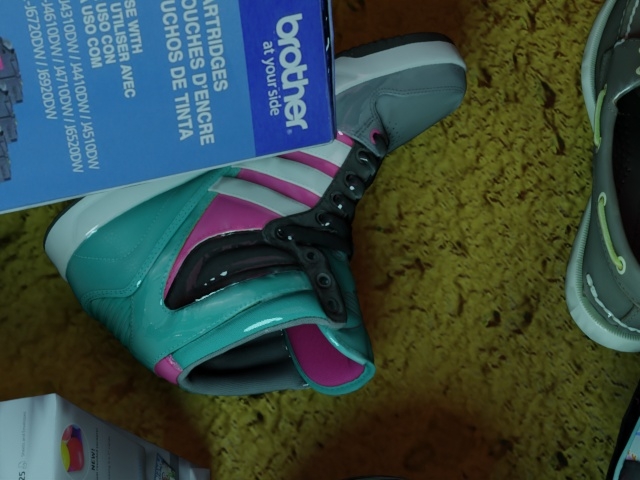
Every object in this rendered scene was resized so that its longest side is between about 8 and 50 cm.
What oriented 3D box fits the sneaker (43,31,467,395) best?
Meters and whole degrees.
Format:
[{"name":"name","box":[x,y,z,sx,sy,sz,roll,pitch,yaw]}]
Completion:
[{"name":"sneaker","box":[0.000,0.000,0.831,0.295,0.124,0.178,-30,71,-13]}]

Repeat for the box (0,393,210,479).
[{"name":"box","box":[-0.109,0.174,0.710,0.038,0.186,0.145,-10,67,16]}]

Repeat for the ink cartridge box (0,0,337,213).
[{"name":"ink cartridge box","box":[-0.159,-0.139,0.778,0.395,0.151,0.270,-11,29,-15]}]

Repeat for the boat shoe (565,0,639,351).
[{"name":"boat shoe","box":[0.237,-0.077,0.929,0.109,0.091,0.305,15,66,-5]}]

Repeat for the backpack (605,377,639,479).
[{"name":"backpack","box":[0.256,0.123,0.804,0.144,0.166,0.188,3,52,27]}]

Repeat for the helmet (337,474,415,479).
[{"name":"helmet","box":[0.021,0.210,0.731,0.169,0.169,0.161,0,82,-11]}]
